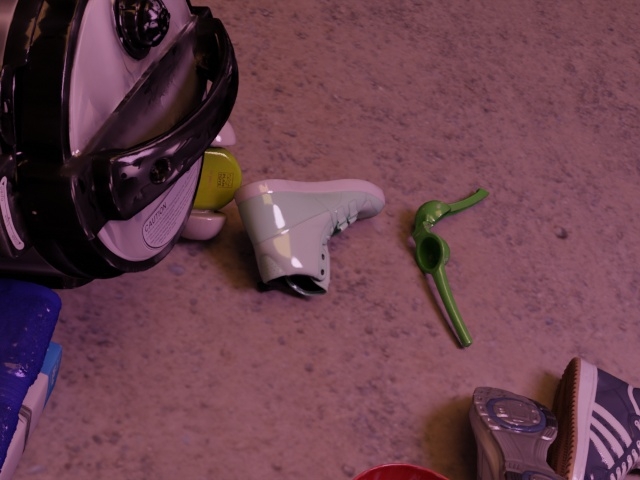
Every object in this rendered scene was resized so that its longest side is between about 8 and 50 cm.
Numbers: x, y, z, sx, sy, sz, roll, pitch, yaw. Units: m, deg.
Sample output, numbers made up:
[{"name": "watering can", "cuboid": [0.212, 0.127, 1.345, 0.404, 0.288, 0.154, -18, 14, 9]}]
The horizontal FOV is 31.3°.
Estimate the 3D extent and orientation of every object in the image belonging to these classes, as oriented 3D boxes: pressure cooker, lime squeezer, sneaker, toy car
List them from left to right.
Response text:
[{"name": "pressure cooker", "cuboid": [-0.301, -0.139, 1.207, 0.420, 0.375, 0.369, 3, 79, 16]}, {"name": "toy car", "cuboid": [-0.195, -0.089, 1.467, 0.182, 0.159, 0.136, 3, 10, -17]}, {"name": "sneaker", "cuboid": [-0.001, 0.000, 1.504, 0.256, 0.094, 0.151, -3, 76, -46]}, {"name": "lime squeezer", "cuboid": [0.173, 0.012, 1.589, 0.110, 0.059, 0.310, 43, 37, -25]}, {"name": "sneaker", "cuboid": [0.215, 0.276, 1.315, 0.111, 0.129, 0.297, 15, 27, -7]}, {"name": "sneaker", "cuboid": [0.357, 0.271, 1.384, 0.153, 0.099, 0.282, 22, 41, 0]}]

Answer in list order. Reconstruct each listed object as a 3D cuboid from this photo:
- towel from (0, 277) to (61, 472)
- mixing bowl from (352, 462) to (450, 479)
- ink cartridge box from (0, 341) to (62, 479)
[{"name": "towel", "cuboid": [-0.393, 0.156, 1.077, 0.228, 0.076, 0.308, 11, 46, -2]}, {"name": "mixing bowl", "cuboid": [0.085, 0.338, 1.204, 0.181, 0.098, 0.181, 12, 47, -13]}, {"name": "ink cartridge box", "cuboid": [-0.366, 0.176, 1.172, 0.140, 0.082, 0.190, 20, 44, -5]}]
